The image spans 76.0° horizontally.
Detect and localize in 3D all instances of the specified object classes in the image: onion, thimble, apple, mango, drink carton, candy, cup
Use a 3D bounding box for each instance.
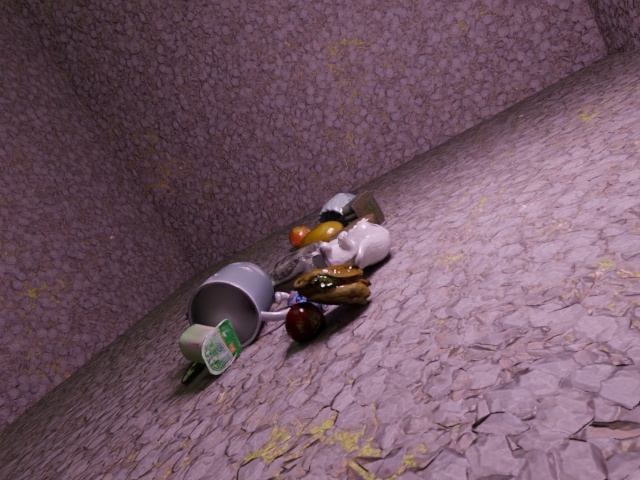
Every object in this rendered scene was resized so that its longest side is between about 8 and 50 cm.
[{"bbox_3d":[-0.049,0.230,1.173,0.118,0.118,0.117,-21,18,41],"label":"onion"},{"bbox_3d":[0.111,-0.127,2.104,0.250,0.205,0.172,5,40,45],"label":"thimble"},{"bbox_3d":[-0.124,-0.025,2.480,0.146,0.146,0.146,-30,11,6],"label":"apple"},{"bbox_3d":[-0.003,0.003,2.029,0.331,0.142,0.195,-31,3,46],"label":"mango"},{"bbox_3d":[-0.367,0.339,1.320,0.142,0.146,0.144,1,29,32],"label":"drink carton"},{"bbox_3d":[0.151,-0.021,1.780,0.234,0.104,0.102,-35,16,-17],"label":"candy"},{"bbox_3d":[-0.261,0.224,1.501,0.356,0.259,0.274,2,16,6],"label":"cup"}]

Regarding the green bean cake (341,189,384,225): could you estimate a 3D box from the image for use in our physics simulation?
[{"bbox_3d":[0.198,-0.122,1.930,0.094,0.173,0.181,-17,19,46],"label":"green bean cake"}]

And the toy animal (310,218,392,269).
[{"bbox_3d":[0.113,0.046,1.413,0.289,0.174,0.249,-31,-1,6],"label":"toy animal"}]

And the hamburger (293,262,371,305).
[{"bbox_3d":[0.035,0.122,1.186,0.206,0.130,0.183,9,-18,-23],"label":"hamburger"}]

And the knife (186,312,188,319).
[{"bbox_3d":[-0.637,0.360,2.352,0.365,0.043,0.089,-27,12,17],"label":"knife"}]

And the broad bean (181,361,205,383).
[{"bbox_3d":[-0.407,0.412,1.484,0.060,0.043,0.297,-38,5,30],"label":"broad bean"}]

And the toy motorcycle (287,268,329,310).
[{"bbox_3d":[-0.035,0.185,1.309,0.205,0.114,0.076,-37,12,-29],"label":"toy motorcycle"}]

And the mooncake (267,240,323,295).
[{"bbox_3d":[-0.088,0.112,1.740,0.250,0.136,0.254,-29,10,30],"label":"mooncake"}]
